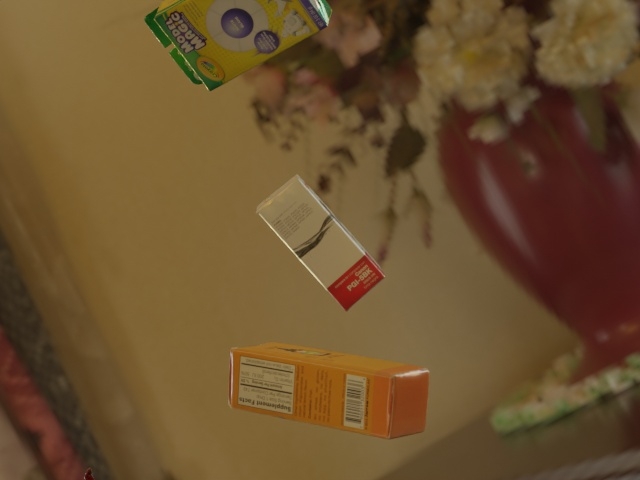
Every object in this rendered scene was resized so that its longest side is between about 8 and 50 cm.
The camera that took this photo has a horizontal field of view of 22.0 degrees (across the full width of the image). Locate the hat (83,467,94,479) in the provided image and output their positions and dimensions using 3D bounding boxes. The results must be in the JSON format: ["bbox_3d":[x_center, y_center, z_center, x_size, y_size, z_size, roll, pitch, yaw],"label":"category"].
[{"bbox_3d":[-0.280,0.426,1.904,0.173,0.183,0.208,-40,16,27],"label":"hat"}]

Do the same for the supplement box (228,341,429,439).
[{"bbox_3d":[0.006,0.169,1.878,0.233,0.080,0.078,9,8,37],"label":"supplement box"}]

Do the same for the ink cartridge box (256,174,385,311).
[{"bbox_3d":[0.000,0.000,1.680,0.056,0.135,0.099,-41,5,2],"label":"ink cartridge box"}]

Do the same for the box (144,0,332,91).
[{"bbox_3d":[-0.091,-0.231,1.718,0.179,0.105,0.043,-26,27,26],"label":"box"}]
